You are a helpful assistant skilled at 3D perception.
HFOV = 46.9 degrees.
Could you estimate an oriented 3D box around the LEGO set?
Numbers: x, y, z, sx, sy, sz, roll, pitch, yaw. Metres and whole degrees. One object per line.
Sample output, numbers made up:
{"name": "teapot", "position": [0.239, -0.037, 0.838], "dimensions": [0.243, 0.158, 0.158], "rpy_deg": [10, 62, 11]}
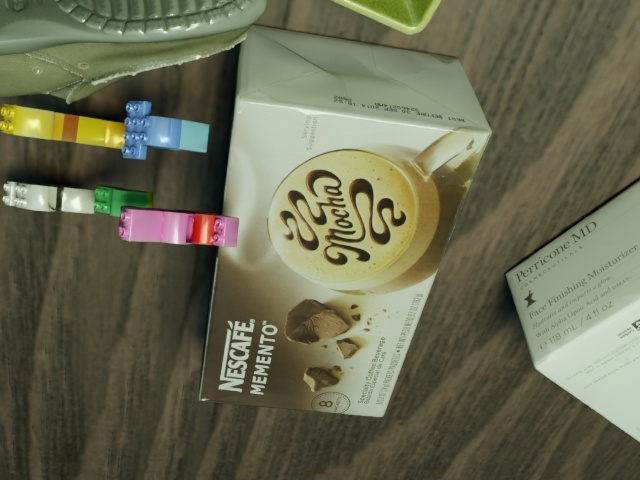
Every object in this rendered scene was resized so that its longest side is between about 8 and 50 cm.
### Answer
{"name": "LEGO set", "position": [-0.163, -0.054, 0.508], "dimensions": [0.093, 0.227, 0.087], "rpy_deg": [2, 96, -48]}

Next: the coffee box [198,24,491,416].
{"name": "coffee box", "position": [0.000, 0.000, 0.591], "dimensions": [0.168, 0.119, 0.297], "rpy_deg": [7, 128, -9]}

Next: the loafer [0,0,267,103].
{"name": "loafer", "position": [-0.160, -0.148, 0.494], "dimensions": [0.251, 0.094, 0.087], "rpy_deg": [-6, 164, 0]}

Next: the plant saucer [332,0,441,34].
{"name": "plant saucer", "position": [0.020, -0.244, 0.437], "dimensions": [0.188, 0.045, 0.188], "rpy_deg": [18, 126, -17]}

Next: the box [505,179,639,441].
{"name": "box", "position": [0.300, 0.063, 0.659], "dimensions": [0.182, 0.119, 0.181], "rpy_deg": [34, 121, -26]}
